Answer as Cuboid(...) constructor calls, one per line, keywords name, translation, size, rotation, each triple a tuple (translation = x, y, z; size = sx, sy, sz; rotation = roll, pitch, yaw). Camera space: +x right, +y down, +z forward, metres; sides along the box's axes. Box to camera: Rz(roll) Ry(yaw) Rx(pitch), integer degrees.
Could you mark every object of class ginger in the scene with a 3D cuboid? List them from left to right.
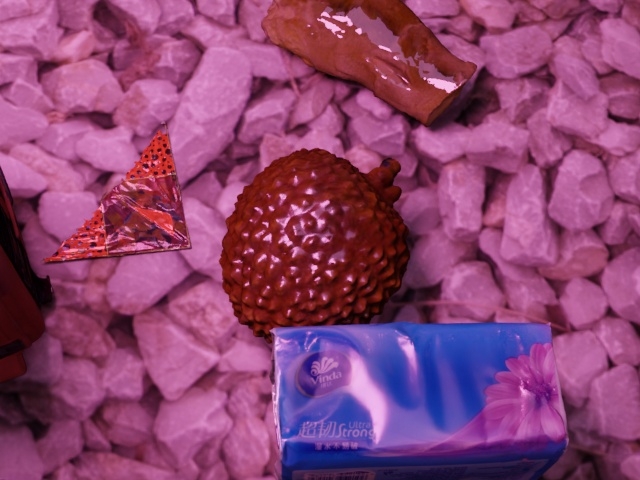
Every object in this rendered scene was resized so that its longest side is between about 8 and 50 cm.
Cuboid(name="ginger", translation=(0.056, -0.235, 1.340), size=(0.263, 0.109, 0.116), rotation=(32, 54, 10))

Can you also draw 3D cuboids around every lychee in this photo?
Cuboid(name="lychee", translation=(0.000, 0.000, 1.187), size=(0.200, 0.200, 0.238), rotation=(42, 81, 15))

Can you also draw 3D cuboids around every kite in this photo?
Cuboid(name="kite", translation=(-0.195, -0.025, 1.286), size=(0.125, 0.008, 0.222), rotation=(33, 68, 12))

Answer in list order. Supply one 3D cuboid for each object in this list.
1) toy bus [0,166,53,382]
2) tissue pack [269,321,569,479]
Cuboid(name="toy bus", translation=(-0.373, 0.006, 1.044), size=(0.203, 0.427, 0.233), rotation=(-20, 79, -12))
Cuboid(name="tissue pack", translation=(0.084, 0.165, 1.107), size=(0.263, 0.198, 0.146), rotation=(-3, 67, -4))
